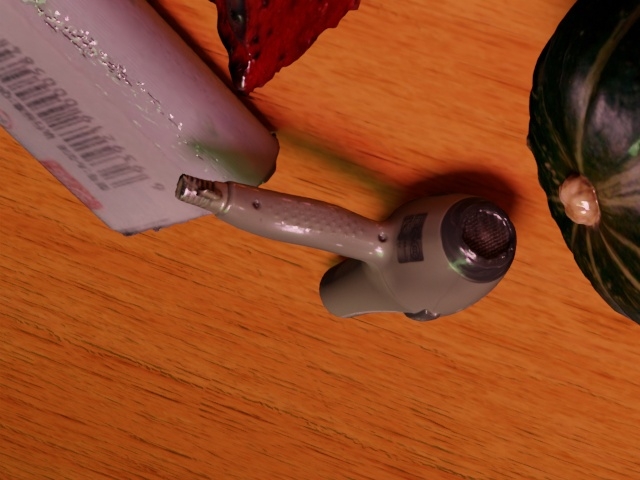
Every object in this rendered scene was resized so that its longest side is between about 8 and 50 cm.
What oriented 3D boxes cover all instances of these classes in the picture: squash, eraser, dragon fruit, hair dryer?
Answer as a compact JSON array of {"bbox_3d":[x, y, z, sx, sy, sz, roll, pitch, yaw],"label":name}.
[{"bbox_3d":[0.207,-0.050,1.068,0.172,0.218,0.218,-22,140,-3],"label":"squash"},{"bbox_3d":[-0.158,-0.108,1.349,0.174,0.081,0.227,-13,131,42],"label":"eraser"},{"bbox_3d":[-0.046,-0.182,1.127,0.092,0.122,0.192,31,155,22],"label":"dragon fruit"},{"bbox_3d":[0.010,0.011,1.375,0.225,0.088,0.219,8,163,-2],"label":"hair dryer"}]
